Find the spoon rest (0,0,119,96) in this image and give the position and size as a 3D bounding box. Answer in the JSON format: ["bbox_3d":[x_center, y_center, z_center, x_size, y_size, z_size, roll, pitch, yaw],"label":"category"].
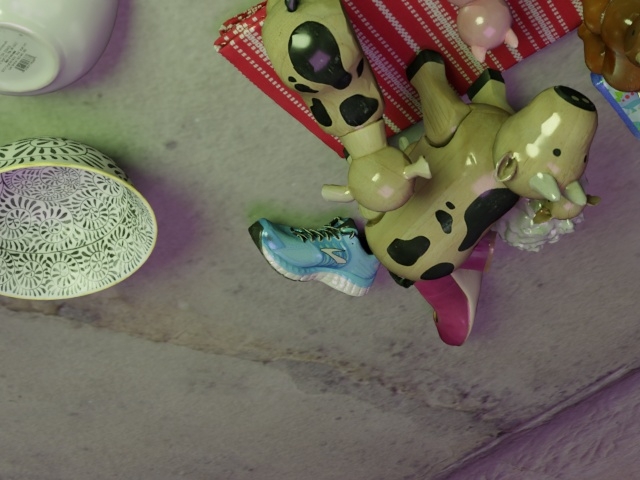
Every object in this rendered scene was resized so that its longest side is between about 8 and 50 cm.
[{"bbox_3d":[-0.166,-0.179,0.574,0.137,0.084,0.276,24,142,-39],"label":"spoon rest"}]

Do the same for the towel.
[{"bbox_3d":[0.081,-0.175,0.686,0.274,0.031,0.199,-29,143,22],"label":"towel"}]

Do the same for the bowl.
[{"bbox_3d":[-0.222,-0.032,0.729,0.170,0.080,0.170,-9,144,-7],"label":"bowl"}]

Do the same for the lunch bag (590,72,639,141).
[{"bbox_3d":[0.329,-0.139,0.770,0.151,0.096,0.128,32,128,-27],"label":"lunch bag"}]

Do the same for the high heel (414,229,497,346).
[{"bbox_3d":[0.116,0.044,0.965,0.117,0.082,0.244,11,156,8],"label":"high heel"}]

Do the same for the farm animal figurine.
[{"bbox_3d":[0.105,-0.074,0.659,0.330,0.172,0.327,-3,146,-16],"label":"farm animal figurine"}]

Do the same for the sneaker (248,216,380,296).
[{"bbox_3d":[0.000,0.000,0.879,0.162,0.063,0.073,16,117,-40],"label":"sneaker"}]
